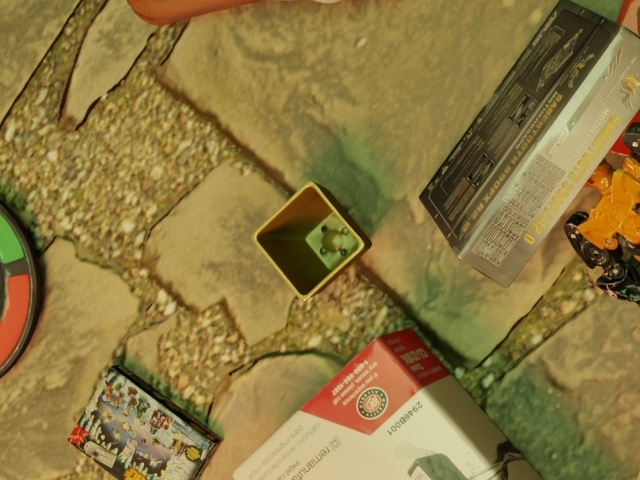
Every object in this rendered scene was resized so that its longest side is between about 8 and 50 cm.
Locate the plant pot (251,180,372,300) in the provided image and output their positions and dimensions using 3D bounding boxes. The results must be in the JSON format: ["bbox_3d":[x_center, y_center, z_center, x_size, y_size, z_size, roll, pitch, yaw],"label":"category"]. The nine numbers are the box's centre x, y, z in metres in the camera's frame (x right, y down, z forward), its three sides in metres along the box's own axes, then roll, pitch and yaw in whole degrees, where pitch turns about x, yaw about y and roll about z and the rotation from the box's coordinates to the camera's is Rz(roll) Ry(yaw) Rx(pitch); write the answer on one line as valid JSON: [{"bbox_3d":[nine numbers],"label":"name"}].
[{"bbox_3d":[0.000,0.000,1.309,0.081,0.083,0.081,-42,78,14],"label":"plant pot"}]

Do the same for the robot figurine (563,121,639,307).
[{"bbox_3d":[0.342,0.014,1.158,0.291,0.085,0.211,38,146,10],"label":"robot figurine"}]

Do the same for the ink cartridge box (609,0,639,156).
[{"bbox_3d":[0.374,-0.179,1.199,0.239,0.060,0.275,20,96,16],"label":"ink cartridge box"}]

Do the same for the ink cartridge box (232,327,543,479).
[{"bbox_3d":[0.088,0.247,1.264,0.197,0.114,0.273,-45,78,14],"label":"ink cartridge box"}]

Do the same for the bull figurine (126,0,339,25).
[{"bbox_3d":[-0.064,-0.296,1.308,0.310,0.101,0.188,-9,104,22],"label":"bull figurine"}]

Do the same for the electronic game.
[{"bbox_3d":[-0.397,0.051,1.461,0.229,0.048,0.229,0,89,18],"label":"electronic game"}]

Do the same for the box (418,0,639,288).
[{"bbox_3d":[0.186,-0.091,1.196,0.056,0.183,0.231,32,101,-15],"label":"box"}]

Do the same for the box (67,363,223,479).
[{"bbox_3d":[-0.178,0.201,1.398,0.137,0.027,0.094,34,101,15],"label":"box"}]

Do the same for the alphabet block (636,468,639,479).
[{"bbox_3d":[0.375,0.185,1.061,0.192,0.193,0.197,-15,43,50],"label":"alphabet block"}]
